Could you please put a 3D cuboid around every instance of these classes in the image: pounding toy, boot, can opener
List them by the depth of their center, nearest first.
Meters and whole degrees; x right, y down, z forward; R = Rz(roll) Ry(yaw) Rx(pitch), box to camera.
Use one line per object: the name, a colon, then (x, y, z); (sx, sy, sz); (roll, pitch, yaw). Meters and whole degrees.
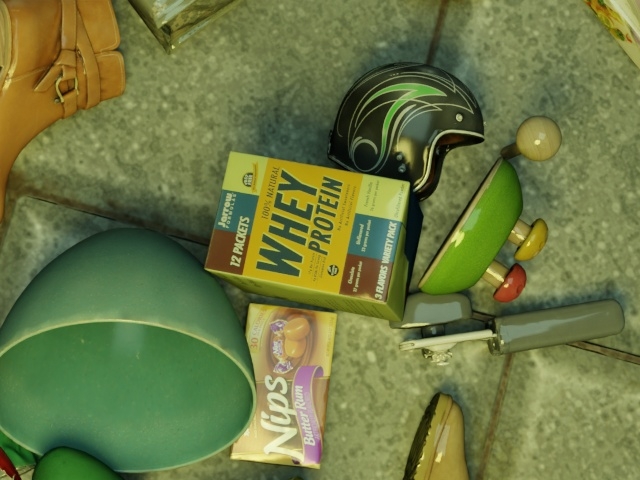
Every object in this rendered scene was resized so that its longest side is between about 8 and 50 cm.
pounding toy: (0.221, -0.015, 1.426); (0.110, 0.183, 0.237); (33, 78, 4)
boot: (-0.339, -0.157, 1.441); (0.220, 0.109, 0.283); (-19, 116, -37)
boot: (0.229, 0.323, 1.442); (0.269, 0.089, 0.236); (15, 93, -3)
can opener: (0.226, 0.098, 1.470); (0.280, 0.074, 0.093); (-4, 83, -6)

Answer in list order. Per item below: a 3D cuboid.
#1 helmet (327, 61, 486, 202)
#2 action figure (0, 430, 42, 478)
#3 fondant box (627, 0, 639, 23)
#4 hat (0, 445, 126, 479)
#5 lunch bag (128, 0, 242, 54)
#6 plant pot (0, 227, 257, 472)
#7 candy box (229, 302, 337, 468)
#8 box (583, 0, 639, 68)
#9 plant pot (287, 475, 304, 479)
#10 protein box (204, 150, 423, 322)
helmet: (0.105, -0.133, 1.445); (0.169, 0.169, 0.161); (31, 93, -1)
action figure: (-0.386, 0.160, 1.401); (0.063, 0.137, 0.232); (-26, 77, 5)
fondant box: (0.515, -0.395, 1.481); (0.330, 0.096, 0.238); (-26, 85, -7)
hat: (-0.302, 0.243, 1.340); (0.173, 0.208, 0.183); (-32, 87, -28)
lunch bag: (-0.142, -0.410, 1.452); (0.287, 0.169, 0.235); (-37, 87, -3)
plant pot: (-0.216, 0.102, 1.356); (0.290, 0.290, 0.195); (2, 48, -5)
candy box: (-0.045, 0.174, 1.449); (0.109, 0.053, 0.186); (8, 81, -4)
box: (0.425, -0.254, 1.534); (0.067, 0.063, 0.324); (-39, 88, -7)
plant pot: (-0.152, 0.469, 1.278); (0.353, 0.366, 0.366); (-14, 85, 5)
protein box: (0.000, 0.000, 1.380); (0.201, 0.200, 0.136); (10, 82, 11)
